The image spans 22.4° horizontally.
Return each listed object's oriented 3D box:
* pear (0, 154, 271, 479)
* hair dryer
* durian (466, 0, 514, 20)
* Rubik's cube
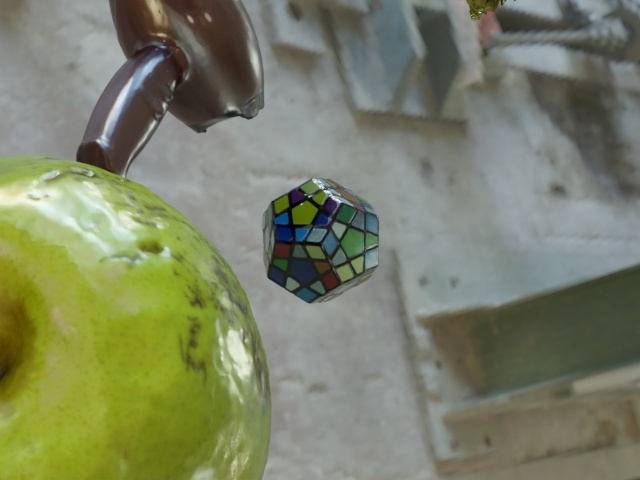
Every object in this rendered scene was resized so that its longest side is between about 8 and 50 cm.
[{"bbox_3d":[-0.218,0.128,1.184,0.391,0.391,0.391,28,52,-42],"label":"pear"},{"bbox_3d":[-0.183,-0.168,1.435,0.312,0.123,0.340,57,35,-29],"label":"hair dryer"},{"bbox_3d":[0.195,-0.307,1.059,0.158,0.169,0.352,38,87,-21],"label":"durian"},{"bbox_3d":[0.000,0.000,1.637,0.133,0.133,0.112,55,35,-17],"label":"Rubik's cube"}]
